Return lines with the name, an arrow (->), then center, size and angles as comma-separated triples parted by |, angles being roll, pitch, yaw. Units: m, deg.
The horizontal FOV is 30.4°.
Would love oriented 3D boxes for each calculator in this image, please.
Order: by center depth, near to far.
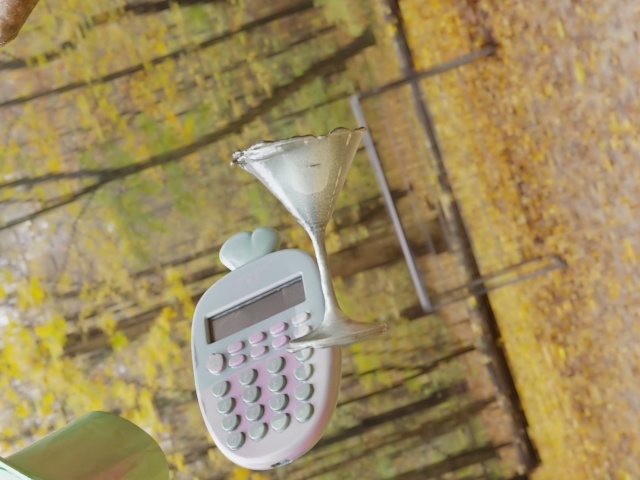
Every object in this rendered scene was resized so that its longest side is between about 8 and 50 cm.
calculator -> -0.061, 0.111, 1.306 | 0.041, 0.185, 0.299 | 40, -149, -47

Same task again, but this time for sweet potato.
sweet potato -> -0.413, -0.362, 1.632 | 0.097, 0.292, 0.097 | 37, -151, -25

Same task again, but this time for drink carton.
drink carton -> -0.205, 0.217, 0.952 | 0.142, 0.146, 0.144 | -25, -49, -58

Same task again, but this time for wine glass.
wine glass -> 0.000, 0.000, 1.017 | 0.122, 0.122, 0.183 | -52, -50, -88
